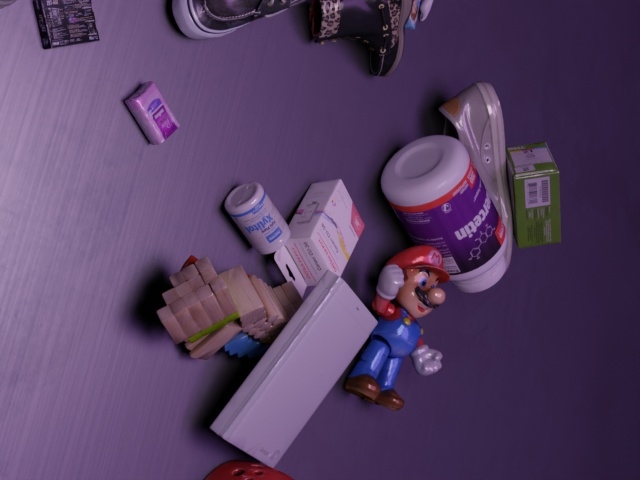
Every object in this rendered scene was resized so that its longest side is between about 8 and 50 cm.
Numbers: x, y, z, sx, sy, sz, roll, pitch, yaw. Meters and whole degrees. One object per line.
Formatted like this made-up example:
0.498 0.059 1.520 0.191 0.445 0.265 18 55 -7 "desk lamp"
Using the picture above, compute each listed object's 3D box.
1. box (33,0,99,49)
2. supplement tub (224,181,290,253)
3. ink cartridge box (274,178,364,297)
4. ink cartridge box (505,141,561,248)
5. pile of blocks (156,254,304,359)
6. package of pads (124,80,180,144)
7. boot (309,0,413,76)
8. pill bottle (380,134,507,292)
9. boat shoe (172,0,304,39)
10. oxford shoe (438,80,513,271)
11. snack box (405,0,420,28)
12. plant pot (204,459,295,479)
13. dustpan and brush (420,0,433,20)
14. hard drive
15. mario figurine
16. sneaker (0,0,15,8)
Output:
-0.344 -0.298 1.285 0.083 0.018 0.067 -25 110 -48 "box"
-0.103 -0.037 1.548 0.107 0.071 0.071 56 51 -34 "supplement tub"
0.000 0.000 1.655 0.115 0.067 0.198 60 39 -33 "ink cartridge box"
0.451 -0.134 2.082 0.255 0.097 0.189 -92 172 -55 "ink cartridge box"
-0.145 0.104 1.496 0.362 0.149 0.112 27 27 -57 "pile of blocks"
-0.248 -0.187 1.396 0.050 0.032 0.083 -51 128 -33 "package of pads"
0.064 -0.382 1.728 0.178 0.236 0.085 -13 60 -16 "boot"
0.263 -0.044 1.908 0.323 0.181 0.181 55 51 -36 "pill bottle"
-0.096 -0.416 1.507 0.335 0.119 0.121 -41 122 -42 "boat shoe"
0.333 -0.123 2.048 0.130 0.169 0.449 -15 118 -4 "oxford shoe"
0.131 -0.552 1.744 0.322 0.060 0.187 45 54 -65 "snack box"
-0.086 0.457 1.505 0.191 0.174 0.191 -2 92 -53 "plant pot"
0.233 -0.555 1.931 0.060 0.147 0.211 17 106 -30 "dustpan and brush"
-0.035 0.216 1.551 0.307 0.040 0.203 -54 147 -10 "hard drive"
0.169 0.160 1.802 0.198 0.170 0.320 74 36 -77 "mario figurine"
-0.383 -0.479 1.132 0.145 0.147 0.385 -14 100 -48 "sneaker"
